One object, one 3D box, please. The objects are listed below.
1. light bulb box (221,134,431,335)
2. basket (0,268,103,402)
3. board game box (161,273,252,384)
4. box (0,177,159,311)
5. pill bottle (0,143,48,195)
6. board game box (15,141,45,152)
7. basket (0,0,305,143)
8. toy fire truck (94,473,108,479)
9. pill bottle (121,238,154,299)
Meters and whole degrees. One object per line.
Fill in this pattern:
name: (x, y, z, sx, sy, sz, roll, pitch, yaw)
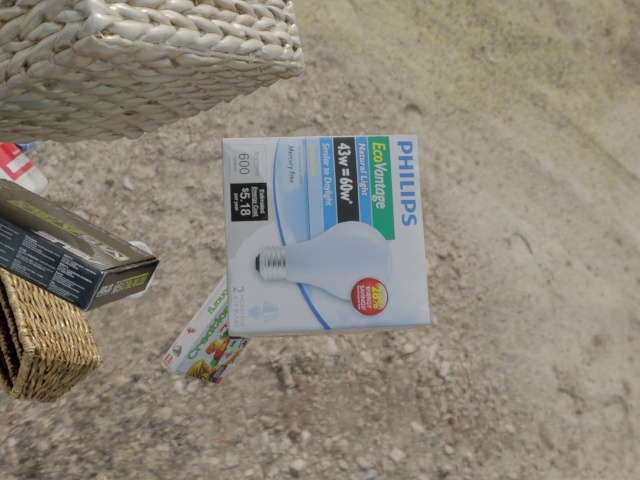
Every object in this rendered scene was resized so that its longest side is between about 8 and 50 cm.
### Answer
light bulb box: (0.000, 0.000, 1.384, 0.361, 0.225, 0.358, -3, 82, -7)
basket: (-0.651, 0.188, 1.567, 0.299, 0.213, 0.223, 60, 13, 25)
board game box: (-0.220, 0.196, 1.754, 0.305, 0.053, 0.193, -53, 147, 1)
box: (-0.263, -0.003, 0.690, 0.190, 0.184, 0.045, 28, 90, 2)
pill bottle: (-0.799, -0.198, 1.542, 0.408, 0.229, 0.229, 50, 55, -18)
board game box: (-0.708, -0.245, 1.732, 0.090, 0.020, 0.090, 23, 32, 13)
basket: (-0.239, -0.262, 0.744, 0.331, 0.328, 0.266, -13, 90, -58)
toy fire truck: (-0.297, 0.447, 0.907, 0.158, 0.217, 0.246, 35, 58, 9)
pill bottle: (-0.298, 0.033, 0.983, 0.078, 0.137, 0.078, -19, 112, -60)
